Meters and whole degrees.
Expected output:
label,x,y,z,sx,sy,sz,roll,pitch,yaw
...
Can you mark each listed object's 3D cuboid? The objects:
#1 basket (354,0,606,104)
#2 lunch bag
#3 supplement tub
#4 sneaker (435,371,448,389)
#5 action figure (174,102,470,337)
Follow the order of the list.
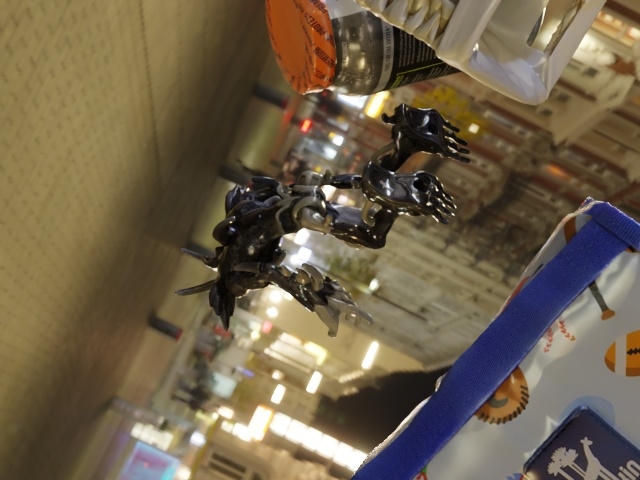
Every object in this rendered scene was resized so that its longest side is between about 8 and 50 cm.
label,x,y,z,sx,sy,sz,roll,pitch,yaw
basket,0.102,-0.163,0.609,0.113,0.103,0.167,-60,156,13
lunch bag,0.217,0.164,0.847,0.328,0.239,0.385,-50,142,6
supplement tub,0.111,-0.313,1.325,0.207,0.338,0.207,163,-90,-71
sneaker,0.285,0.184,1.231,0.105,0.281,0.115,-82,178,-68
action figure,0.000,0.000,0.848,0.275,0.141,0.164,-28,-143,37
